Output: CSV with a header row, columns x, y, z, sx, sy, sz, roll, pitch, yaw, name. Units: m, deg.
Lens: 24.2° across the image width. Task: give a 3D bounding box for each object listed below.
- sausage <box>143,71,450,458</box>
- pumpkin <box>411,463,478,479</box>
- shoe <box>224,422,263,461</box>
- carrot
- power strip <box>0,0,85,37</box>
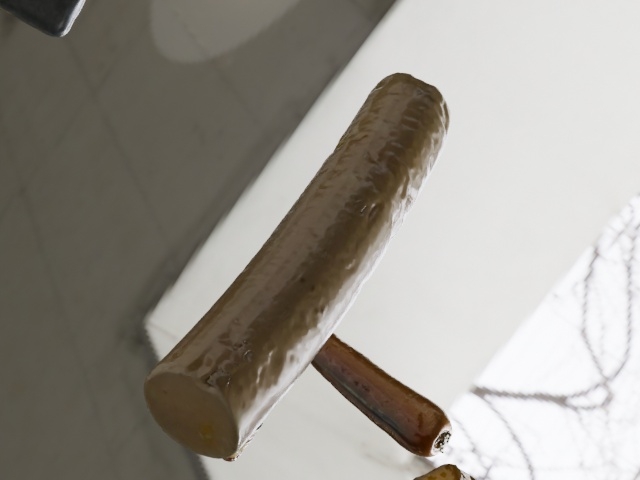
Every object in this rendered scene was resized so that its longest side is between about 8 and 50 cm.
x,y,z,sx,sy,sz,roll,pitch,yaw,name
0.001,0.002,0.815,0.066,0.066,0.301,-24,-159,43,sausage
0.087,0.260,0.906,0.095,0.290,0.258,-133,-126,-59,pumpkin
-0.100,0.159,1.436,0.109,0.072,0.069,43,-47,23,shoe
0.018,0.086,1.029,0.190,0.037,0.037,38,-85,33,carrot
-0.262,-0.241,1.047,0.105,0.257,0.070,-59,-164,7,power strip
